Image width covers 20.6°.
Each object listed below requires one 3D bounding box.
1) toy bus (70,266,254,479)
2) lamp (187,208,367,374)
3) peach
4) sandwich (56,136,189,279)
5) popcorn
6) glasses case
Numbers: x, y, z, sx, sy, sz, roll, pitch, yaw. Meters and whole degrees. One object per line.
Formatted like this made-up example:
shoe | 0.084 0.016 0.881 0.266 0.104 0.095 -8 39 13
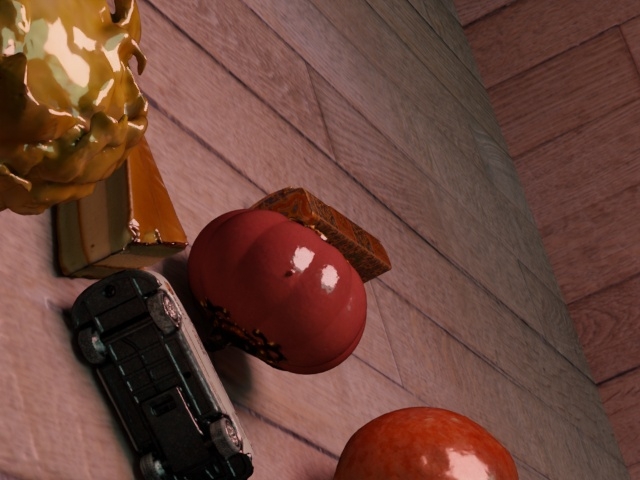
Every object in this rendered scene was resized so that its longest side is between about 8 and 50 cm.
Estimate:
toy bus | -0.124 0.114 1.417 0.194 0.087 0.089 63 9 -1
lamp | -0.045 0.054 1.631 0.182 0.140 0.182 30 -16 10
peach | 0.092 0.262 1.707 0.232 0.232 0.232 55 19 -29
sandwich | -0.188 -0.055 1.468 0.163 0.079 0.113 68 15 8
popcorn | -0.230 -0.138 1.281 0.250 0.190 0.250 -20 90 -77
glasses case | 0.000 0.000 1.975 0.218 0.075 0.049 33 32 -60
